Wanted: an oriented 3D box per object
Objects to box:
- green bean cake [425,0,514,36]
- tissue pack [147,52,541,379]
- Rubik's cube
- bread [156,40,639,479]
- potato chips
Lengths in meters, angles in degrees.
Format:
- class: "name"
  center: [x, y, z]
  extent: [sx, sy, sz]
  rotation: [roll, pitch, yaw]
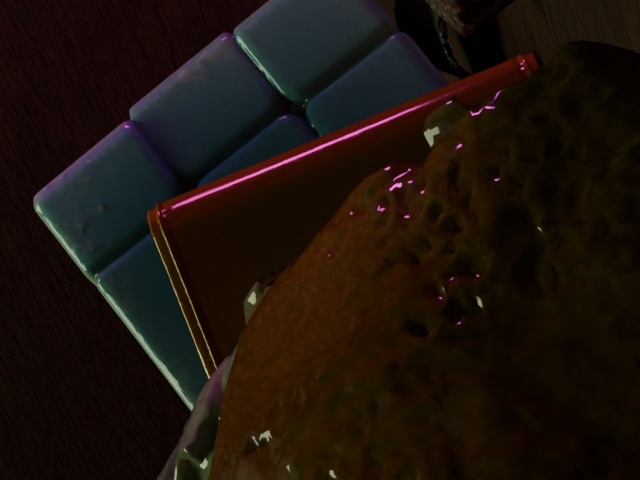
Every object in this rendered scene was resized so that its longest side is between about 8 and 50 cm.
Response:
- class: "green bean cake"
  center: [0.057, -0.198, 0.776]
  extent: [0.135, 0.056, 0.135]
  rotation: [51, 177, 27]
- class: "tissue pack"
  center: [0.049, 0.018, 0.927]
  extent: [0.145, 0.275, 0.194]
  rotation: [30, -143, -85]
- class: "Rubik's cube"
  center: [0.000, 0.000, 1.181]
  extent: [0.321, 0.316, 0.319]
  rotation: [53, -178, 6]
- class: "bread"
  center: [0.068, 0.098, 0.514]
  extent: [0.225, 0.279, 0.250]
  rotation: [35, -149, -58]
- class: "potato chips"
  center: [0.103, -0.164, 1.099]
  extent: [0.167, 0.059, 0.228]
  rotation: [61, 179, 36]
